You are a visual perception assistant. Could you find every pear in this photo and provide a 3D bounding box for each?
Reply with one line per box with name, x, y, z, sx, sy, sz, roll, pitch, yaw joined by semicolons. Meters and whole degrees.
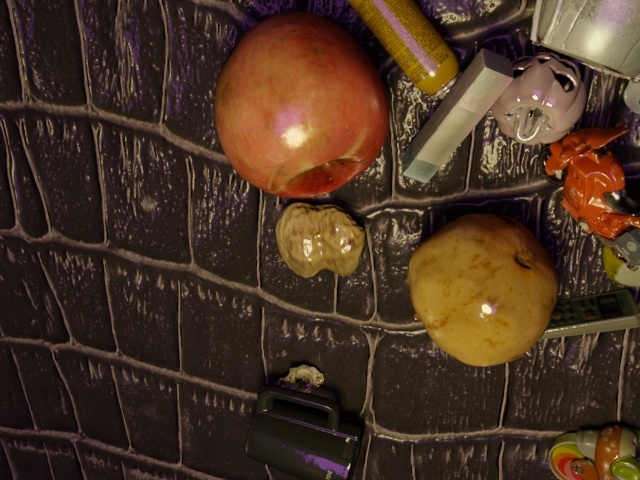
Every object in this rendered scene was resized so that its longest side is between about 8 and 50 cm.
pear;0.673;0.024;1.229;0.141;0.104;0.141;0;135;0

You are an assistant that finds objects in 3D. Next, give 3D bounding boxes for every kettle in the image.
kettle;-0.046;0.563;1.619;0.308;0.203;0.262;15;149;13

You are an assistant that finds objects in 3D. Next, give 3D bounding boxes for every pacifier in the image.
pacifier;0.649;-0.310;1.084;0.127;0.116;0.150;-1;111;-11

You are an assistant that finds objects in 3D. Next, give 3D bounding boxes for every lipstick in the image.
lipstick;0.270;-0.244;1.182;0.068;0.066;0.317;17;142;-14

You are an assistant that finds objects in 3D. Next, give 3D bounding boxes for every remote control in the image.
remote control;0.569;0.174;1.318;0.286;0.123;0.038;-11;110;23

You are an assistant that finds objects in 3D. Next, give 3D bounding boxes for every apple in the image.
apple;-0.043;-0.274;1.177;0.364;0.364;0.363;6;115;14

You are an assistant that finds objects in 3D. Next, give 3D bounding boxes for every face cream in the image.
face cream;0.178;-0.422;1.179;0.105;0.105;0.348;-38;98;27

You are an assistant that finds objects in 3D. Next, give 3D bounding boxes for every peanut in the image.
peanut;0.000;0.000;1.418;0.233;0.110;0.196;0;108;17

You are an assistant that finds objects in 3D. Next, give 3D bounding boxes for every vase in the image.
vase;0.540;-0.512;0.955;0.250;0.250;0.445;22;112;6

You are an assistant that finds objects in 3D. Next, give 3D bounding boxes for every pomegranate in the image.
pomegranate;0.335;0.105;1.261;0.343;0.342;0.342;6;115;14

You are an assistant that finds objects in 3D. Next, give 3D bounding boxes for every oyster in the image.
oyster;-0.073;0.411;1.657;0.108;0.053;0.165;33;113;-28

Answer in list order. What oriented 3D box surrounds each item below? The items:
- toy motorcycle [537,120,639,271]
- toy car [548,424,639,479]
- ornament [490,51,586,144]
toy motorcycle;0.569;-0.099;1.122;0.325;0.148;0.221;55;159;21
toy car;0.696;0.566;1.458;0.235;0.145;0.235;15;118;29
ornament;0.423;-0.271;1.127;0.178;0.177;0.177;6;115;14
